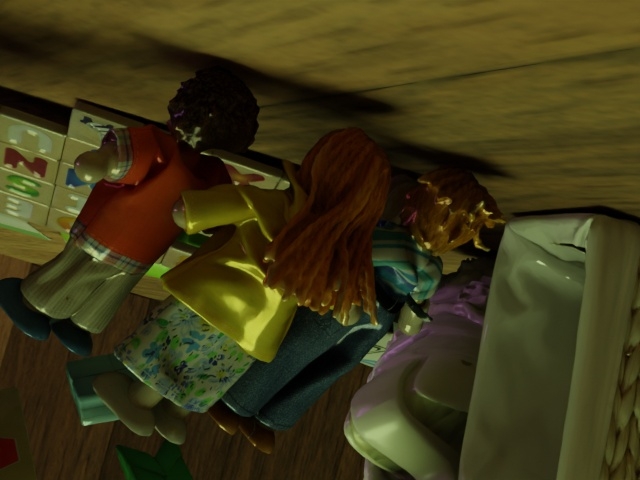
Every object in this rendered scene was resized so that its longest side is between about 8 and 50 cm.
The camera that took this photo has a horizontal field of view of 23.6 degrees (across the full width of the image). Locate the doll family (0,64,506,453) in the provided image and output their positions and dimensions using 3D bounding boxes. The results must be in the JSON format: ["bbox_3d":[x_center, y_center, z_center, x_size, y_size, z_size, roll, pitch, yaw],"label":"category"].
[{"bbox_3d":[-0.003,0.020,0.685,0.118,0.163,0.263,49,-167,30],"label":"doll family"}]

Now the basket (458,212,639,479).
[{"bbox_3d":[0.144,0.077,0.763,0.103,0.167,0.113,11,176,-18],"label":"basket"}]

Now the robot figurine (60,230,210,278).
[{"bbox_3d":[-0.126,-0.014,1.037,0.115,0.067,0.101,18,148,-8],"label":"robot figurine"}]

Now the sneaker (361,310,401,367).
[{"bbox_3d":[0.039,0.055,1.169,0.237,0.085,0.086,17,179,-24],"label":"sneaker"}]

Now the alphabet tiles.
[{"bbox_3d":[-0.118,-0.029,0.911,0.237,0.009,0.198,18,158,-8],"label":"alphabet tiles"}]

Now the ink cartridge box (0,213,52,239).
[{"bbox_3d":[-0.295,-0.055,1.162,0.171,0.056,0.235,16,177,1],"label":"ink cartridge box"}]

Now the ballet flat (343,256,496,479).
[{"bbox_3d":[0.072,0.153,0.851,0.147,0.409,0.147,3,142,2],"label":"ballet flat"}]

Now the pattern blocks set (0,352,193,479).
[{"bbox_3d":[-0.220,0.119,0.692,0.325,0.026,0.285,-7,-159,-5],"label":"pattern blocks set"}]
